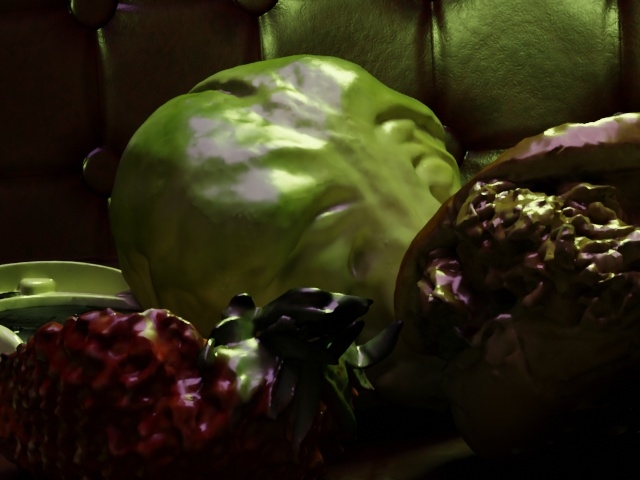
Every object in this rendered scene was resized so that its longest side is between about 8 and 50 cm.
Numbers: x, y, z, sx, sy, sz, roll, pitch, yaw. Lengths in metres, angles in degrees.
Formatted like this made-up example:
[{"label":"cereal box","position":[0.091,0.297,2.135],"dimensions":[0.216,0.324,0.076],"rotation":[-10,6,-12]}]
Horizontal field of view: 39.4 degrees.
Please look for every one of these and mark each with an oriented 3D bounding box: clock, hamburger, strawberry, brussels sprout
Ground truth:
[{"label":"clock","position":[-0.257,0.087,0.838],"dimensions":[0.276,0.120,0.379],"rotation":[3,4,-4]},{"label":"hamburger","position":[0.169,0.028,0.508],"dimensions":[0.243,0.146,0.286],"rotation":[-30,-30,4]},{"label":"strawberry","position":[-0.085,0.106,0.521],"dimensions":[0.286,0.106,0.188],"rotation":[-16,-27,34]},{"label":"brussels sprout","position":[-0.005,-0.009,0.700],"dimensions":[0.316,0.243,0.274],"rotation":[24,28,-16]}]
